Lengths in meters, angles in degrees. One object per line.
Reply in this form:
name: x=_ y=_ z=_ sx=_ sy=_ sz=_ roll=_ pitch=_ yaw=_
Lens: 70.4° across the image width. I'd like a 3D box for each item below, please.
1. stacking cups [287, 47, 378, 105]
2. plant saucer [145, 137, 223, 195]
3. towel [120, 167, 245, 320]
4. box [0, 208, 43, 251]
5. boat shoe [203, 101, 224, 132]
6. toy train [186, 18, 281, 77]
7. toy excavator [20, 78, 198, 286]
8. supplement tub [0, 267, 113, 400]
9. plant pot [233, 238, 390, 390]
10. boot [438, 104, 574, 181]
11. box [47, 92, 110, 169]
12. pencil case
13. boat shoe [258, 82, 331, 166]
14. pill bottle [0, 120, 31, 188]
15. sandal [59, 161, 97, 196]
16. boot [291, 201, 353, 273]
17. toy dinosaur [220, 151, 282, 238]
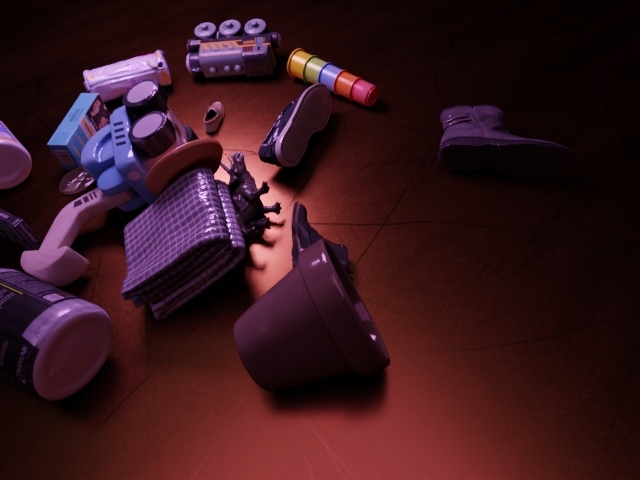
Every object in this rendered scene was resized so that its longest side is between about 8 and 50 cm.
stacking cups: x=0.042 y=-0.521 z=1.443 sx=0.316 sy=0.096 sz=0.096 roll=30 pitch=61 yaw=25
plant saucer: x=-0.311 y=-0.162 z=1.067 sx=0.200 sy=0.200 sz=0.037 roll=-34 pitch=82 yaw=-19
towel: x=-0.316 y=0.000 z=0.999 sx=0.283 sy=0.121 sz=0.235 roll=-35 pitch=53 yaw=12
box: x=-0.773 y=-0.032 z=1.134 sx=0.162 sy=0.116 sz=0.029 roll=22 pitch=57 yaw=20
boat shoe: x=-0.332 y=-0.394 z=1.414 sx=0.050 sy=0.045 sz=0.135 roll=-1 pitch=52 yaw=5
toy train: x=-0.302 y=-0.650 z=1.560 sx=0.333 sy=0.142 sz=0.190 roll=-2 pitch=62 yaw=4
toy excavator: x=-0.529 y=-0.138 z=1.165 sx=0.445 sy=0.222 sz=0.433 roll=-26 pitch=54 yaw=3
supplement tub: x=-0.601 y=0.173 z=0.910 sx=0.316 sy=0.194 sz=0.194 roll=18 pitch=56 yaw=18
plant pot: x=-0.031 y=0.161 z=0.850 sx=0.229 sy=0.263 sz=0.263 roll=-28 pitch=53 yaw=5
boot: x=0.487 y=-0.281 z=1.208 sx=0.338 sy=0.118 sz=0.223 roll=12 pitch=49 yaw=9
box: x=-0.722 y=-0.332 z=1.372 sx=0.060 sy=0.100 sz=0.244 roll=2 pitch=53 yaw=5
pencil case: x=-0.640 y=-0.546 z=1.519 sx=0.273 sy=0.114 sz=0.124 roll=-19 pitch=31 yaw=-8
boat shoe: x=-0.073 y=-0.330 z=1.296 sx=0.113 sy=0.127 sz=0.340 roll=-1 pitch=51 yaw=34
pill bottle: x=-0.972 y=-0.276 z=1.321 sx=0.152 sy=0.152 sz=0.272 roll=-40 pitch=58 yaw=-23
sandal: x=-0.655 y=-0.180 z=1.280 sx=0.090 sy=0.060 sz=0.219 roll=-3 pitch=38 yaw=-4
boot: x=0.000 y=0.000 z=1.068 sx=0.137 sy=0.077 sz=0.198 roll=-3 pitch=65 yaw=-2
toy dinosaur: x=-0.202 y=-0.064 z=1.123 sx=0.160 sy=0.121 sz=0.314 roll=1 pitch=64 yaw=29
